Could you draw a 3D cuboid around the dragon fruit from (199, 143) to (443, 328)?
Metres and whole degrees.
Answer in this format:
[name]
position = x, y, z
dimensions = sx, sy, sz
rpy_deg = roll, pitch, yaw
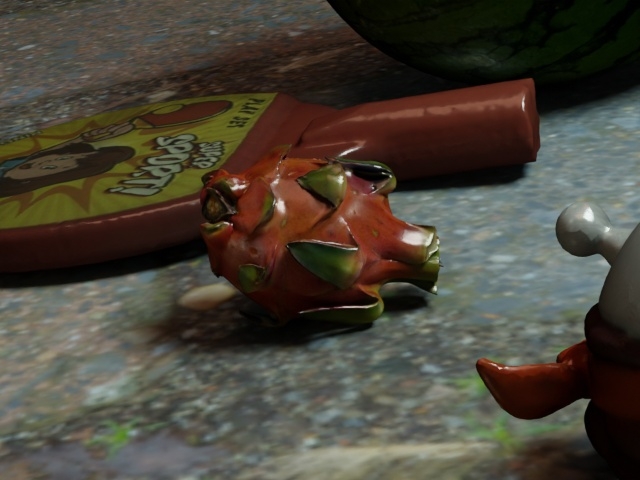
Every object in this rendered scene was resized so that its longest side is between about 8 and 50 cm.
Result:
[dragon fruit]
position = 0.002, -0.002, 0.625
dimensions = 0.116, 0.086, 0.081
rpy_deg = -2, -19, -4

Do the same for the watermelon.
[watermelon]
position = 0.148, -0.273, 0.934
dimensions = 0.363, 0.363, 0.363
rpy_deg = -8, 20, 3

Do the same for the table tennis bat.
[table tennis bat]
position = -0.072, -0.046, 0.827
dimensions = 0.415, 0.051, 0.268
rpy_deg = -7, 20, 14

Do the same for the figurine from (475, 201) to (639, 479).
[figurine]
position = 0.164, 0.032, 0.397
dimensions = 0.226, 0.160, 0.183
rpy_deg = -9, 17, 29
